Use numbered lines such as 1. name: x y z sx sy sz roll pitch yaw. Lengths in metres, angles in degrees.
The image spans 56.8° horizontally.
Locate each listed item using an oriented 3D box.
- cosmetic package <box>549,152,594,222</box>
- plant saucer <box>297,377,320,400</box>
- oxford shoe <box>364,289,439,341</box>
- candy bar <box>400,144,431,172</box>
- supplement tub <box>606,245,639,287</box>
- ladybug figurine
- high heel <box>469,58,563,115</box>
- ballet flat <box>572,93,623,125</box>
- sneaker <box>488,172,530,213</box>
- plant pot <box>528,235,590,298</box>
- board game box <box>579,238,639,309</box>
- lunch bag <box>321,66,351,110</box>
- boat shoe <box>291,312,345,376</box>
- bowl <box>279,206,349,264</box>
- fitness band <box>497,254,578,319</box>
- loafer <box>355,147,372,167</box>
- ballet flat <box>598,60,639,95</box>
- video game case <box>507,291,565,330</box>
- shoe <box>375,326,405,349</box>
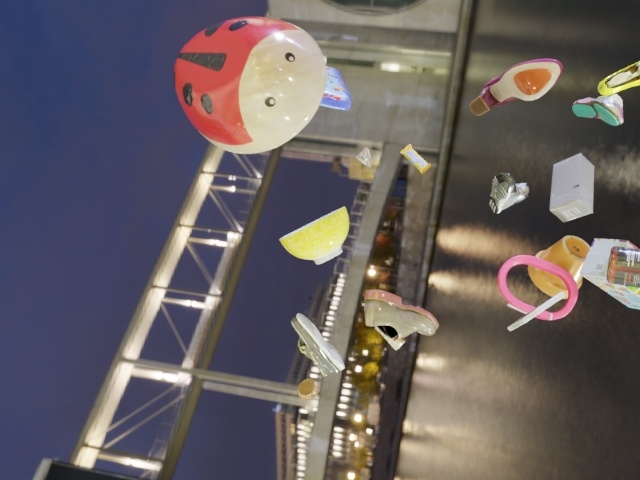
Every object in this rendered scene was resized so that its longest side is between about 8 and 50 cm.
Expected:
1. cosmetic package: 0.960 -0.201 2.256 0.127 0.107 0.238 -27 39 47
2. plant saucer: -0.043 0.495 1.984 0.015 0.083 0.084 60 -147 -41
3. oxford shoe: 0.254 0.267 1.910 0.348 0.123 0.130 26 -112 -37
4. candy bar: 0.290 -0.248 1.797 0.018 0.040 0.161 48 -172 -34
5. supplement tub: 0.874 0.078 1.572 0.106 0.197 0.106 -26 -60 -56
6. ladybug figurine: -0.181 -0.352 1.286 0.161 0.449 0.305 21 -92 -46
7. high heel: 0.653 -0.525 1.910 0.181 0.127 0.377 -40 15 -25
8. ballet flat: 0.814 -0.385 1.702 0.077 0.079 0.221 52 -176 -19
9. sneaker: 0.657 -0.182 2.015 0.229 0.132 0.086 80 168 -68
10. plant pot: 0.942 0.088 2.282 0.188 0.205 0.205 112 176 -45
11. board game box: 1.056 0.120 2.029 0.142 0.275 0.144 -63 22 -8
12. lunch bag: -0.025 -0.526 2.053 0.293 0.220 0.138 -115 37 -60
13. boat shoe: -0.023 0.376 2.087 0.305 0.091 0.109 53 -172 -33
14. bowl: 0.000 0.000 2.289 0.156 0.289 0.289 64 -168 -3
15. fitness band: 0.793 0.171 2.169 0.054 0.290 0.209 81 -148 -76
16. loafer: 0.121 -0.220 1.562 0.039 0.045 0.125 -56 -6 8
17. ballet flat: 1.061 -0.562 2.006 0.077 0.230 0.077 70 -165 14
18. video game case: 0.655 0.217 1.800 0.019 0.157 0.143 56 169 16
19. shoe: 0.284 0.406 2.659 0.076 0.219 0.058 9 -64 -53
